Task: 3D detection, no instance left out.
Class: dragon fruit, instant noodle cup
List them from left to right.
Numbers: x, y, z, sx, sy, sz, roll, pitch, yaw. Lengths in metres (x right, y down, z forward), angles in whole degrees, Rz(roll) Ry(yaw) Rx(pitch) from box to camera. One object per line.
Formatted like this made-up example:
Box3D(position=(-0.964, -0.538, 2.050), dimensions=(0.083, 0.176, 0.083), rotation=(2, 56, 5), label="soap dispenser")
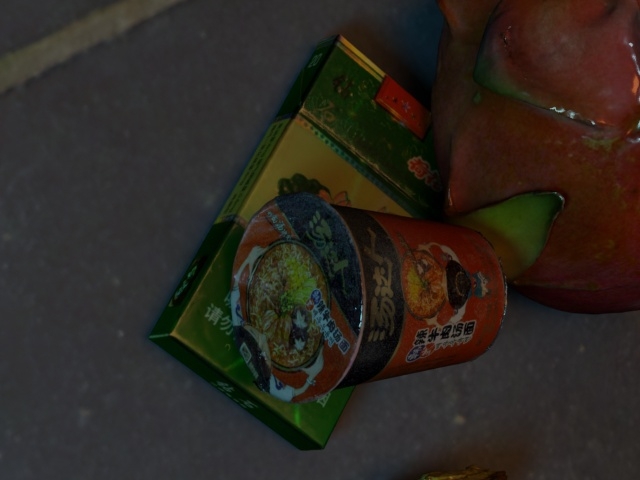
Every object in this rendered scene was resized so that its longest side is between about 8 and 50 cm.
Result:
Box3D(position=(0.035, 0.034, 1.131), dimensions=(0.135, 0.127, 0.127), rotation=(1, 83, -39), label="instant noodle cup")
Box3D(position=(0.220, -0.094, 1.233), dimensions=(0.290, 0.189, 0.291), rotation=(7, 79, -42), label="dragon fruit")

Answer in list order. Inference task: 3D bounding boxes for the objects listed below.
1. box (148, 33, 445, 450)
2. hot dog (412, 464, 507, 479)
Box3D(position=(0.000, 0.000, 1.197), dimensions=(0.132, 0.034, 0.235), rotation=(39, 65, -21), label="box")
Box3D(position=(0.046, 0.190, 1.180), dimensions=(0.169, 0.061, 0.078), rotation=(-44, 148, -26), label="hot dog")
